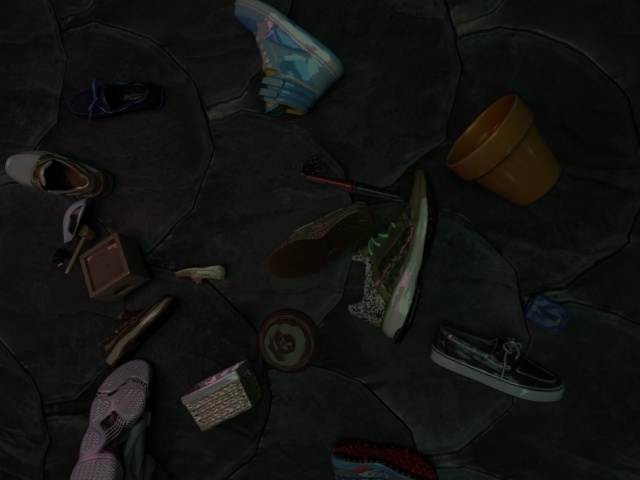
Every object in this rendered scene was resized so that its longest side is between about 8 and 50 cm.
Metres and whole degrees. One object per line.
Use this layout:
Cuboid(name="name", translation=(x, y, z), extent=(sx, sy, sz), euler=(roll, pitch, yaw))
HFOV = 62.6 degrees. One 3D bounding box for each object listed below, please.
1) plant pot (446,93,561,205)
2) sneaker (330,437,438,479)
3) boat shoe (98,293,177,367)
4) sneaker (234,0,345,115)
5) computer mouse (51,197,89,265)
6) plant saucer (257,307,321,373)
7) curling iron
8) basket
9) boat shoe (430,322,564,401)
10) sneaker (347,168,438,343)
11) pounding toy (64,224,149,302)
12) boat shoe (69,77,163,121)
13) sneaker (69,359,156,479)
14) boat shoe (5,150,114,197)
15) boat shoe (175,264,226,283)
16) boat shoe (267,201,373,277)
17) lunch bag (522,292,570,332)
Cuboid(name="plant pot", translation=(0.419, -0.183, 1.167), extent=(0.188, 0.205, 0.205), euler=(40, 98, -9))
Cuboid(name="sneaker", translation=(0.154, 0.571, 1.288), extent=(0.261, 0.104, 0.125), euler=(9, 111, 13))
Cuboid(name="boat shoe", translation=(-0.488, 0.218, 1.373), extent=(0.257, 0.095, 0.095), euler=(-44, 79, 8))
Cuboid(name="sneaker", translation=(-0.121, -0.430, 1.274), extent=(0.319, 0.127, 0.208), euler=(37, 96, 7))
Cuboid(name="computer mouse", translation=(-0.663, -0.030, 1.385), extent=(0.042, 0.106, 0.193), euler=(22, 98, -19))
Cuboid(name="plant saucer", translation=(-0.083, 0.259, 1.338), extent=(0.168, 0.029, 0.169), euler=(0, 93, 10))
Cuboid(name="curling iron", translation=(0.075, -0.146, 1.295), extent=(0.273, 0.035, 0.068), euler=(21, 95, 8))
Cuboid(name="basket", translation=(-0.242, 0.389, 1.326), extent=(0.167, 0.113, 0.103), euler=(-29, 89, 10))
Cuboid(name="boat shoe", translation=(0.414, 0.271, 1.214), extent=(0.306, 0.113, 0.105), euler=(19, 109, 17))
Cuboid(name="sneaker", translation=(0.161, 0.025, 1.238), extent=(0.181, 0.158, 0.411), euler=(14, 92, 18))
Cuboid(name="pounding toy", translation=(-0.570, 0.055, 1.385), extent=(0.181, 0.094, 0.206), euler=(-32, 65, 9))
Cuboid(name="boat shoe", translation=(-0.541, -0.378, 1.363), extent=(0.258, 0.089, 0.109), euler=(-11, 90, 10))
Cuboid(name="sneaker", translation=(-0.508, 0.509, 1.368), extent=(0.137, 0.210, 0.366), euler=(5, 58, 9))
Cuboid(name="boat shoe", translation=(-0.707, -0.180, 1.389), extent=(0.301, 0.103, 0.113), euler=(9, 93, 9))
Cuboid(name="boat shoe", translation=(-0.309, 0.091, 1.359), extent=(0.135, 0.050, 0.045), euler=(-7, 85, 10))
Cuboid(name="boat shoe", translation=(0.000, 0.000, 1.296), extent=(0.285, 0.089, 0.105), euler=(-26, 112, 12))
Cuboid(name="lunch bag", translation=(0.519, 0.165, 1.216), extent=(0.098, 0.065, 0.067), euler=(26, 96, 7))
